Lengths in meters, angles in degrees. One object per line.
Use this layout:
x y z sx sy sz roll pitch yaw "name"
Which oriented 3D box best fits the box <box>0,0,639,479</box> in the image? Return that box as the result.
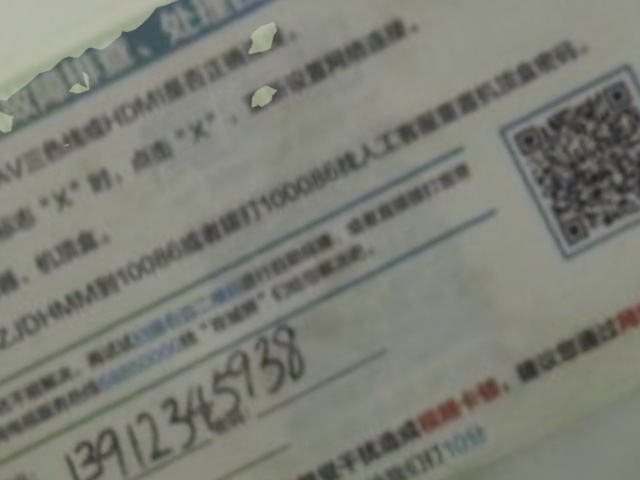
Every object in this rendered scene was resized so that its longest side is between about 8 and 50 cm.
0.001 0.000 0.620 0.396 0.111 0.396 -27 93 -2 "box"
